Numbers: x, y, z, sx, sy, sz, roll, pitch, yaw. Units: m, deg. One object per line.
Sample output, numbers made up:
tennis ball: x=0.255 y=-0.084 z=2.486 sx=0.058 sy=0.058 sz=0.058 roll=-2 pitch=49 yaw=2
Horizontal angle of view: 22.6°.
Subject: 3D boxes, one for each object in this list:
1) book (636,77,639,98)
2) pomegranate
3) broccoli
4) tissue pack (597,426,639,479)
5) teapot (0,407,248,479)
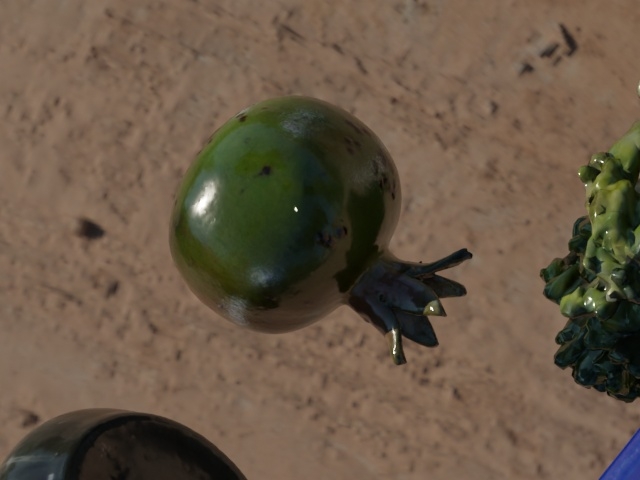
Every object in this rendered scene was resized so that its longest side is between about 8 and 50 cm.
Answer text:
book: x=0.184 y=-0.136 z=0.548 sx=0.025 sy=0.269 sz=0.191 roll=20 pitch=104 yaw=27
pomegranate: x=0.000 y=0.000 z=1.171 sx=0.224 sy=0.181 sz=0.181 roll=38 pitch=98 yaw=12
broccoli: x=0.329 y=0.012 z=1.176 sx=0.324 sy=0.334 sz=0.272 roll=-39 pitch=76 yaw=-22
tissue pack: x=0.211 y=0.165 z=0.699 sx=0.209 sy=0.137 sz=0.269 roll=40 pitch=97 yaw=33
teapot: x=-0.193 y=0.311 z=1.228 sx=0.344 sy=0.300 sz=0.253 roll=-38 pitch=28 yaw=32
